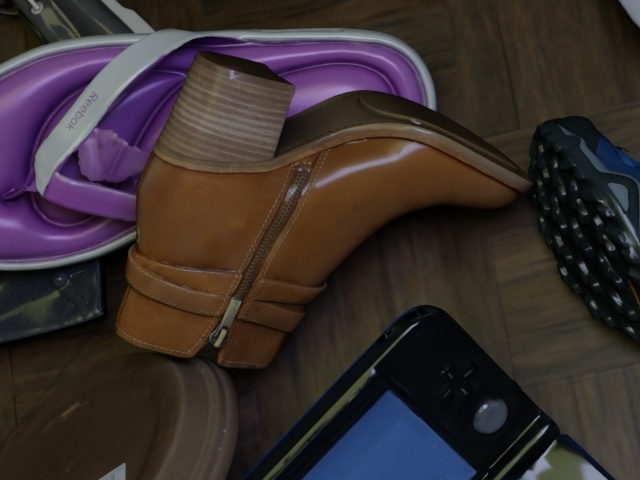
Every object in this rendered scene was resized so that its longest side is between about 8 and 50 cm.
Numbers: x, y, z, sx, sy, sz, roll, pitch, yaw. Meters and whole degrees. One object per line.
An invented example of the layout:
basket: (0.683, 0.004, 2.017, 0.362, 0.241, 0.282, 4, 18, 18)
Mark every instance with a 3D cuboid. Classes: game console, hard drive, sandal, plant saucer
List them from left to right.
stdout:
hard drive: (-0.293, 0.012, 1.404, 0.254, 0.054, 0.172, -10, 71, 13)
plant saucer: (-0.175, 0.183, 1.236, 0.278, 0.041, 0.278, -31, 30, 20)
sandal: (-0.117, -0.084, 1.294, 0.416, 0.102, 0.169, -15, 96, -2)
game console: (0.073, 0.238, 1.170, 0.293, 0.250, 0.173, -47, 40, -2)

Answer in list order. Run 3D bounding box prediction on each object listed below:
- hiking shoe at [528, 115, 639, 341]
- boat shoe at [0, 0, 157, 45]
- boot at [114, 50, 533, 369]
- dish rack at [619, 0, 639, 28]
hiking shoe: (0.268, 0.016, 1.228, 0.132, 0.113, 0.304, -23, 57, -24)
boat shoe: (-0.231, -0.192, 1.419, 0.095, 0.112, 0.335, -45, 70, -6)
boot: (0.000, 0.000, 1.249, 0.109, 0.283, 0.220, 44, 120, 59)
dish rack: (0.338, -0.314, 1.311, 0.333, 0.072, 0.285, -30, 68, 5)
